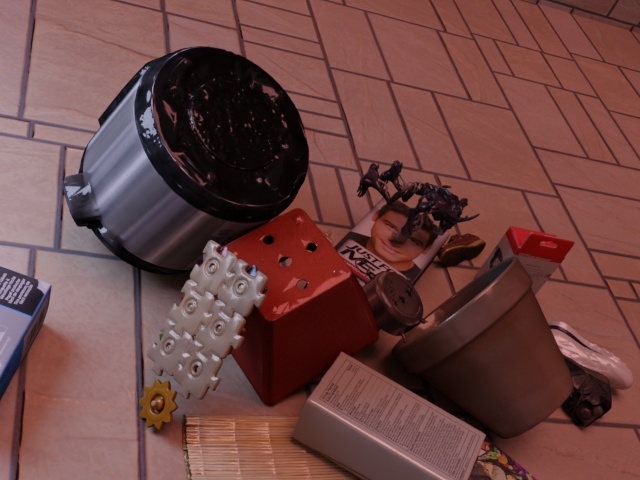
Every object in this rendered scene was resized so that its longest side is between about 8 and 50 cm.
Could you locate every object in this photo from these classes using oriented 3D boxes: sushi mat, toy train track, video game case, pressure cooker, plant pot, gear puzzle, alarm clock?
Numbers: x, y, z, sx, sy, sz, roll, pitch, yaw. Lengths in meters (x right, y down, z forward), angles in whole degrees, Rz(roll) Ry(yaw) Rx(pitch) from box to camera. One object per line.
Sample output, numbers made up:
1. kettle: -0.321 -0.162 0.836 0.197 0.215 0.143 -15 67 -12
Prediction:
1. sushi mat: -0.091 0.376 1.522 0.317 0.019 0.151 6 44 -24
2. toy train track: 0.000 0.000 1.994 0.048 0.014 0.083 43 47 7
3. video game case: 0.287 0.469 1.616 0.210 0.041 0.232 40 40 15
4. pressure cooker: -0.275 -0.131 1.672 0.370 0.420 0.375 34 50 -19
5. plant pot: -0.063 0.098 1.599 0.267 0.235 0.267 -29 61 -18
6. plant pot: 0.358 0.236 1.737 0.280 0.323 0.323 51 42 4
7. gear puzzle: -0.207 0.180 1.463 0.175 0.338 0.044 30 2 37
8. alarm clock: 0.136 0.109 1.715 0.192 0.064 0.129 47 33 5

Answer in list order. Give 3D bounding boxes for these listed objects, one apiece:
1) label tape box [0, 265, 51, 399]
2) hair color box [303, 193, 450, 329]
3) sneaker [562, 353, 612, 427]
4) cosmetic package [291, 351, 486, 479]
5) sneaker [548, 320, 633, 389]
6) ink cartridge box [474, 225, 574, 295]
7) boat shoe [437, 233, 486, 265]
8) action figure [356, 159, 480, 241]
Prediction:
1. label tape box: -0.660 0.128 1.397 0.348 0.115 0.249 22 39 -9
2. hair color box: 0.131 0.054 1.929 0.185 0.113 0.374 35 39 9
3. sneaker: 0.551 0.330 1.884 0.228 0.087 0.130 25 32 -12
4. cosmetic package: 0.124 0.355 1.542 0.310 0.113 0.160 29 37 11
5. sneaker: 0.613 0.290 1.981 0.235 0.090 0.095 31 52 10
6. ink cartridge box: 0.490 0.048 2.045 0.134 0.231 0.078 10 42 -20
7. boat shoe: 0.344 0.018 2.134 0.178 0.064 0.060 -12 48 -46
8. action figure: 0.225 -0.077 1.931 0.276 0.140 0.164 33 34 33
